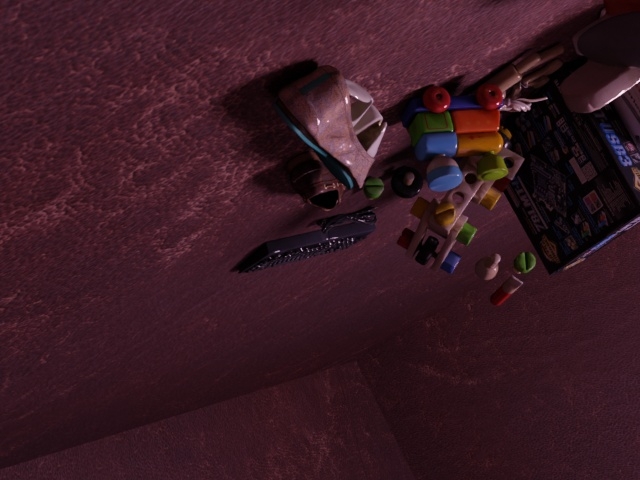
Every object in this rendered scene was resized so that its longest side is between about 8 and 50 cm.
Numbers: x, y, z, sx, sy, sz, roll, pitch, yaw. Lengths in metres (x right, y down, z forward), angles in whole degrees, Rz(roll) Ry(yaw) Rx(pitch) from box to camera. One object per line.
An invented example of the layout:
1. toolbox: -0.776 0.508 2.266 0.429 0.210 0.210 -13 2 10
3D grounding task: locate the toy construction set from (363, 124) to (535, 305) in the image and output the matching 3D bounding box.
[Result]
1. toy construction set: 0.267 -0.054 1.588 0.257 0.309 0.237 -29 168 -13

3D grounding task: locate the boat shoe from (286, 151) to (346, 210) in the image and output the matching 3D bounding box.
1. boat shoe: 0.000 -0.080 1.468 0.073 0.073 0.207 -31 167 12

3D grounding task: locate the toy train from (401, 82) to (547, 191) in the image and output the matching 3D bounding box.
1. toy train: 0.258 -0.156 1.420 0.248 0.143 0.105 -5 161 -16

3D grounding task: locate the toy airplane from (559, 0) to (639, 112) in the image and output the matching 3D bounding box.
1. toy airplane: 0.473 -0.290 1.073 0.384 0.386 0.272 -2 137 15

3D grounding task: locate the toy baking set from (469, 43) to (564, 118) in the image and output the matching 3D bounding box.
1. toy baking set: 0.304 -0.238 1.545 0.256 0.030 0.197 -33 165 23

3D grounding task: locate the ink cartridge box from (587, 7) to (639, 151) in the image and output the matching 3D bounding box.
1. ink cartridge box: 0.539 -0.271 1.514 0.115 0.198 0.273 -27 166 5

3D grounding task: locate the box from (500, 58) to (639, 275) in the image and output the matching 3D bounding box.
1. box: 0.445 -0.124 1.674 0.073 0.295 0.293 -18 163 -26

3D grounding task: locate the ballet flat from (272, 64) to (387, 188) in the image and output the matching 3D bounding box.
1. ballet flat: 0.033 -0.148 1.230 0.106 0.107 0.316 -42 166 3

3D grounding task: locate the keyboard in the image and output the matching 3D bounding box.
1. keyboard: 0.000 0.000 1.850 0.317 0.033 0.201 -14 161 -45
